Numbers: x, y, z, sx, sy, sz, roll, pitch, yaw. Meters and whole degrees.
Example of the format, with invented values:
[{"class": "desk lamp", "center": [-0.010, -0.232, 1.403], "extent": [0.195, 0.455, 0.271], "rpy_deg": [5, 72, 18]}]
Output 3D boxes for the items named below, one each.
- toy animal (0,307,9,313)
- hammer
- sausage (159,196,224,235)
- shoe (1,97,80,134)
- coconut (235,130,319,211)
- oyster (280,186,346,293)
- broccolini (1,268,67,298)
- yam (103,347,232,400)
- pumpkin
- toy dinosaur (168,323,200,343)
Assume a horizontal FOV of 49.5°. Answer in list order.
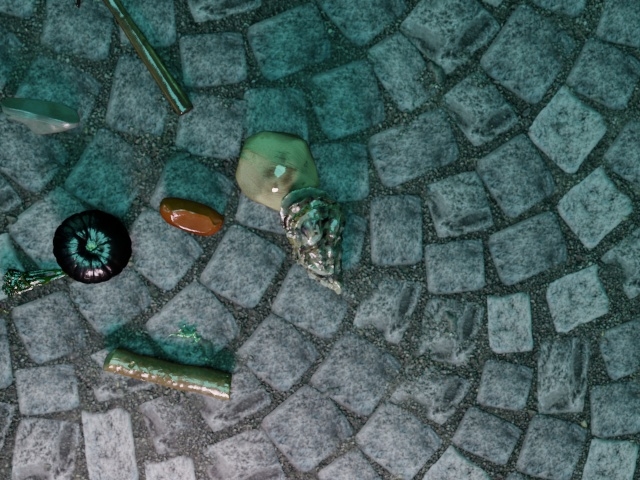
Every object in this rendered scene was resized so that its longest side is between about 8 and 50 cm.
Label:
[{"class": "toy animal", "center": [-0.941, 0.157, 1.862], "extent": [0.220, 0.069, 0.086], "rpy_deg": [18, 117, -2]}, {"class": "hammer", "center": [-0.475, -0.525, 1.822], "extent": [0.168, 0.044, 0.440], "rpy_deg": [-34, 98, -1]}, {"class": "sausage", "center": [-0.347, -0.064, 1.872], "extent": [0.179, 0.089, 0.089], "rpy_deg": [16, 96, -16]}, {"class": "shoe", "center": [-0.734, -0.319, 1.823], "extent": [0.195, 0.079, 0.078], "rpy_deg": [12, 132, -14]}, {"class": "coconut", "center": [-0.107, -0.187, 1.820], "extent": [0.224, 0.224, 0.224], "rpy_deg": [-1, 97, -5]}, {"class": "oyster", "center": [-0.002, 0.004, 1.849], "extent": [0.162, 0.158, 0.351], "rpy_deg": [-11, 127, 11]}, {"class": "broccolini", "center": [-0.758, 0.100, 1.871], "extent": [0.201, 0.058, 0.074], "rpy_deg": [-13, 105, -2]}, {"class": "yam", "center": [-0.418, 0.367, 1.925], "extent": [0.357, 0.081, 0.081], "rpy_deg": [15, 96, -8]}, {"class": "pumpkin", "center": [-0.601, 0.017, 1.834], "extent": [0.202, 0.140, 0.202], "rpy_deg": [1, 87, -16]}, {"class": "toy dinosaur", "center": [-0.377, 0.268, 1.943], "extent": [0.083, 0.021, 0.062], "rpy_deg": [-26, 111, -2]}]
